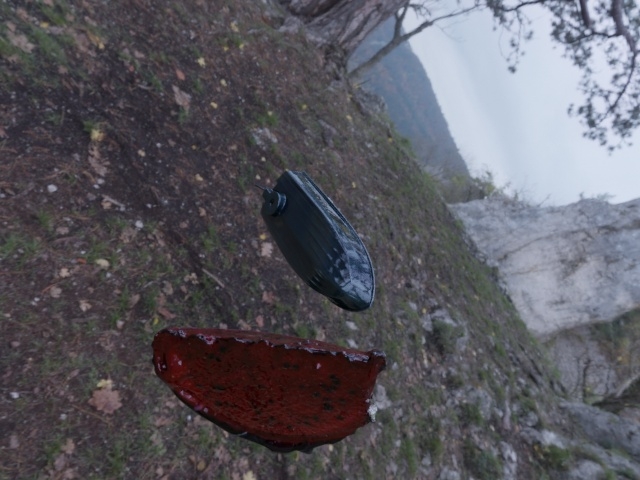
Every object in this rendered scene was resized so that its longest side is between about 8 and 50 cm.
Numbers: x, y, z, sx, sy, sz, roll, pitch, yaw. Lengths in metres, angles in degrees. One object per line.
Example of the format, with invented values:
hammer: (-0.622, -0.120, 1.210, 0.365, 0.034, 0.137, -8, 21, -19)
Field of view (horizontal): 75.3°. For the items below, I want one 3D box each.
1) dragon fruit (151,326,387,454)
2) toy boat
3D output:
dragon fruit: (-0.078, 0.228, 0.662, 0.100, 0.343, 0.282, -79, 175, -60)
toy boat: (0.000, 0.000, 0.545, 0.103, 0.093, 0.246, 15, 28, -42)
